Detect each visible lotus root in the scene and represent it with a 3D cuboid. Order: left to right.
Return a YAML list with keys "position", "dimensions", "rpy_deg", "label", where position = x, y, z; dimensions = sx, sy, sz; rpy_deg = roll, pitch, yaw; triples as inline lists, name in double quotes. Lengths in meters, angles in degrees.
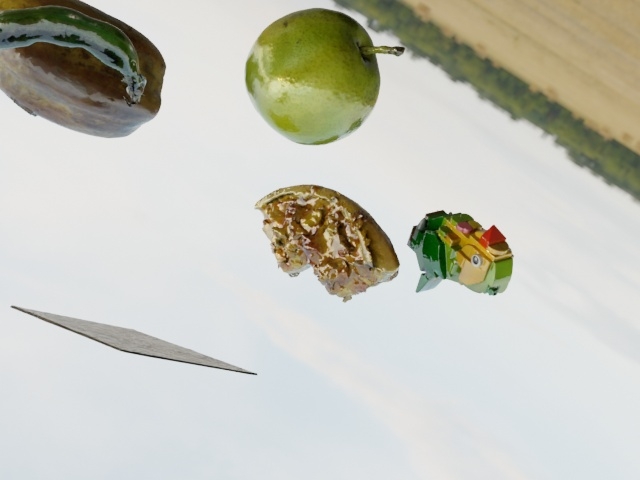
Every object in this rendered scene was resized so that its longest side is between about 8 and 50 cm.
- position: [-0.386, -0.266, 1.704]
  dimensions: [0.291, 0.193, 0.193]
  rpy_deg: [25, -166, -25]
  label: "lotus root"

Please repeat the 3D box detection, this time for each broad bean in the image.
- position: [-0.369, -0.253, 1.505]
  dimensions: [0.292, 0.144, 0.049]
  rpy_deg: [7, -132, -16]
  label: "broad bean"

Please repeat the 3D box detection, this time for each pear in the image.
- position: [0.009, -0.220, 1.439]
  dimensions: [0.166, 0.216, 0.180]
  rpy_deg: [33, -136, -39]
  label: "pear"

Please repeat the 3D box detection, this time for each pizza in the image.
- position: [0.000, 0.000, 1.737]
  dimensions: [0.305, 0.161, 0.085]
  rpy_deg: [24, -169, 39]
  label: "pizza"

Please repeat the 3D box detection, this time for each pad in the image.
- position: [-0.264, 0.136, 1.564]
  dimensions: [0.220, 0.004, 0.330]
  rpy_deg: [16, 177, -41]
  label: "pad"

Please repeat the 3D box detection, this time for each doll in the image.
- position: [0.215, 0.026, 1.728]
  dimensions: [0.106, 0.134, 0.186]
  rpy_deg: [-10, -167, -35]
  label: "doll"
